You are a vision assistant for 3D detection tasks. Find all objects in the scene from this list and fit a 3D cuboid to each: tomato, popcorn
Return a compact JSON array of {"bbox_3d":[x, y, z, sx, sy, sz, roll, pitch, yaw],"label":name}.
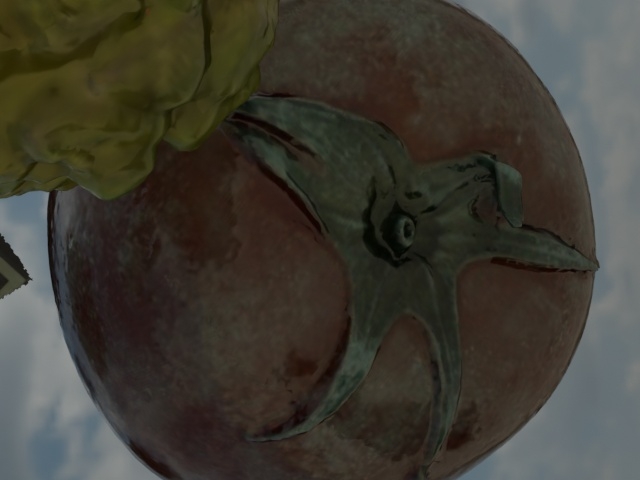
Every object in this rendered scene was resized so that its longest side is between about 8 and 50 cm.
[{"bbox_3d":[0.000,0.000,1.079,0.317,0.282,0.316,2,-95,-27],"label":"tomato"},{"bbox_3d":[-0.133,-0.134,0.840,0.259,0.212,0.259,10,-113,-25],"label":"popcorn"}]

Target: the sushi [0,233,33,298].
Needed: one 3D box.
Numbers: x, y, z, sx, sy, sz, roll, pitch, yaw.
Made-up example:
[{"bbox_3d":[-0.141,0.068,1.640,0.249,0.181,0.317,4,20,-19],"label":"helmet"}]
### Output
[{"bbox_3d":[-0.390,-0.032,1.554,0.279,0.192,0.043,59,173,-10],"label":"sushi"}]
